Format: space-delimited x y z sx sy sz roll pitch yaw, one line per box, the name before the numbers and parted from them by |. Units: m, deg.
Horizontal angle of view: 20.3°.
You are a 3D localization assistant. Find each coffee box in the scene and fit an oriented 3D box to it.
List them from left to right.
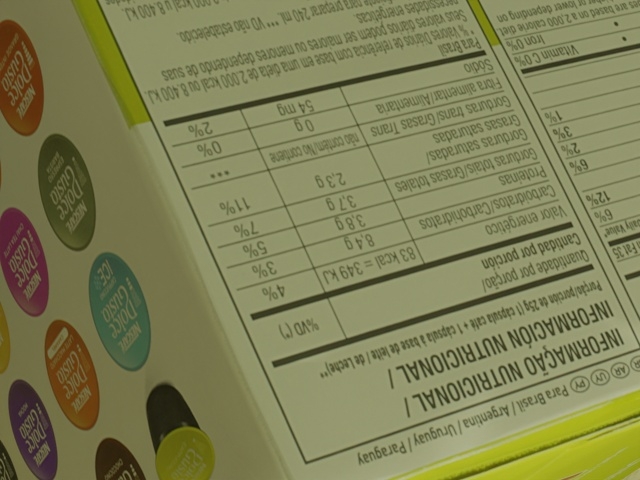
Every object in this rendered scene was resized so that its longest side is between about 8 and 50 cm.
coffee box | 0.000 0.000 0.906 0.338 0.334 0.337 -15 161 -32
